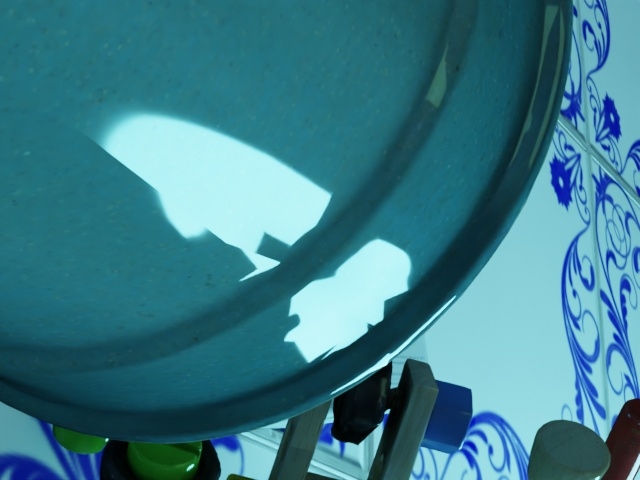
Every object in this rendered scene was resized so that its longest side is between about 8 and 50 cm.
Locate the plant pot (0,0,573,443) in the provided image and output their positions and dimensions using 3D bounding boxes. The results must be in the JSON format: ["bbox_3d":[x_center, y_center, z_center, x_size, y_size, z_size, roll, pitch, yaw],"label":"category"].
[{"bbox_3d":[-0.113,-0.120,0.445,0.334,0.341,0.341,35,48,-67],"label":"plant pot"}]

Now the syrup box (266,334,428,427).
[{"bbox_3d":[0.000,0.000,0.910,0.096,0.093,0.236,10,70,-58],"label":"syrup box"}]

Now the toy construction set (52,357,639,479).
[{"bbox_3d":[0.029,0.205,0.739,0.309,0.237,0.257,-5,40,-25],"label":"toy construction set"}]
